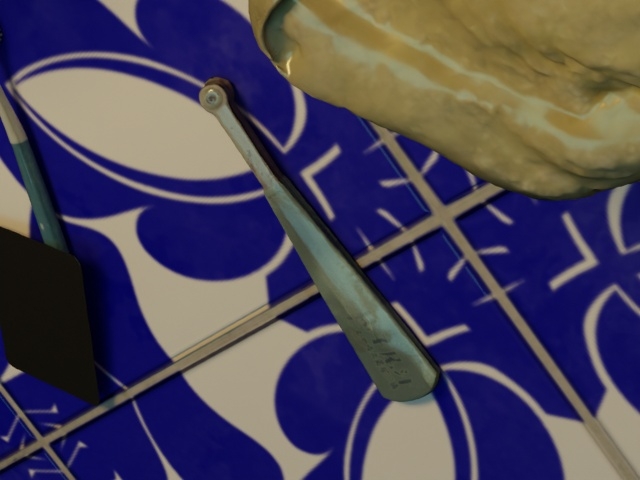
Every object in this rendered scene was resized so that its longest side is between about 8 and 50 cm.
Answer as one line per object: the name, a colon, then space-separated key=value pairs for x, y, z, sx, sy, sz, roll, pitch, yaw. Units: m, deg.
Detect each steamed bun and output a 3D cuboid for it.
steamed bun: x=0.151 y=-0.185 z=0.684 sx=0.372 sy=0.230 sz=0.325 roll=-25 pitch=111 yaw=38

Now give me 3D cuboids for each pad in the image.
pad: x=-0.235 y=0.063 z=1.176 sx=0.112 sy=0.003 sz=0.157 roll=20 pitch=129 yaw=27

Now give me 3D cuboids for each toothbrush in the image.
toothbrush: x=-0.232 y=-0.062 z=1.110 sx=0.019 sy=0.025 sz=0.276 roll=4 pitch=120 yaw=34

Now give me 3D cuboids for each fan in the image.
fan: x=0.000 y=0.000 z=1.012 sx=0.057 sy=0.023 sz=0.282 roll=-23 pitch=105 yaw=38
